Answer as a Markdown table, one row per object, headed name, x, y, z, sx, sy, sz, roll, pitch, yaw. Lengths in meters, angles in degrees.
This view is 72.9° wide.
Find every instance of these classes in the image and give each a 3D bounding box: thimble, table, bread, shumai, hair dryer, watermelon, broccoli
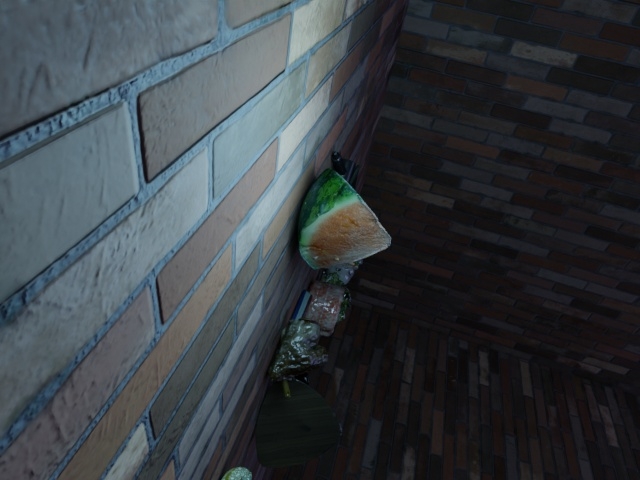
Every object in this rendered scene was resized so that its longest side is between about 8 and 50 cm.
| name | x | y | z | sx | sy | sz | roll | pitch | yaw |
| --- | --- | --- | --- | --- | --- | --- | --- | --- | --- |
| thimble | 0.004 | 0.303 | 1.929 | 0.239 | 0.162 | 0.239 | 17 | 90 | -87 |
| table | -0.109 | 0.640 | 1.651 | 0.249 | 0.317 | 0.318 | 153 | -45 | -81 |
| bread | -0.243 | 0.688 | 1.159 | 0.094 | 0.082 | 0.157 | 102 | 10 | -55 |
| shumai | -0.094 | 0.363 | 1.485 | 0.184 | 0.218 | 0.186 | 101 | -30 | -65 |
| hair dryer | 0.061 | -0.248 | 1.521 | 0.255 | 0.069 | 0.128 | 33 | 74 | -75 |
| watermelon | 0.019 | -0.033 | 1.163 | 0.222 | 0.319 | 0.292 | -46 | 131 | 1 |
| broccoli | 0.054 | 0.279 | 2.119 | 0.176 | 0.197 | 0.226 | -99 | -151 | -73 |

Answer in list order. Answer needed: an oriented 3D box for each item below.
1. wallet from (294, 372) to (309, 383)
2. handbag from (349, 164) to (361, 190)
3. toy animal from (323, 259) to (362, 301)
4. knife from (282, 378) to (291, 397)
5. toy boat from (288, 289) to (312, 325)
| name | x | y | z | sx | sy | sz | roll | pitch | yaw |
| --- | --- | --- | --- | --- | --- | --- | --- | --- | --- |
| wallet | -0.091 | 0.545 | 1.813 | 0.044 | 0.171 | 0.321 | -23 | 155 | -16 |
| handbag | 0.092 | -0.171 | 1.825 | 0.247 | 0.079 | 0.260 | 92 | 17 | -65 |
| toy animal | 0.119 | 0.162 | 2.352 | 0.154 | 0.208 | 0.326 | -16 | -121 | 49 |
| knife | -0.123 | 0.476 | 1.514 | 0.022 | 0.046 | 0.256 | -65 | -164 | 9 |
| toy boat | -0.082 | 0.282 | 1.668 | 0.080 | 0.045 | 0.229 | 95 | 15 | -46 |
